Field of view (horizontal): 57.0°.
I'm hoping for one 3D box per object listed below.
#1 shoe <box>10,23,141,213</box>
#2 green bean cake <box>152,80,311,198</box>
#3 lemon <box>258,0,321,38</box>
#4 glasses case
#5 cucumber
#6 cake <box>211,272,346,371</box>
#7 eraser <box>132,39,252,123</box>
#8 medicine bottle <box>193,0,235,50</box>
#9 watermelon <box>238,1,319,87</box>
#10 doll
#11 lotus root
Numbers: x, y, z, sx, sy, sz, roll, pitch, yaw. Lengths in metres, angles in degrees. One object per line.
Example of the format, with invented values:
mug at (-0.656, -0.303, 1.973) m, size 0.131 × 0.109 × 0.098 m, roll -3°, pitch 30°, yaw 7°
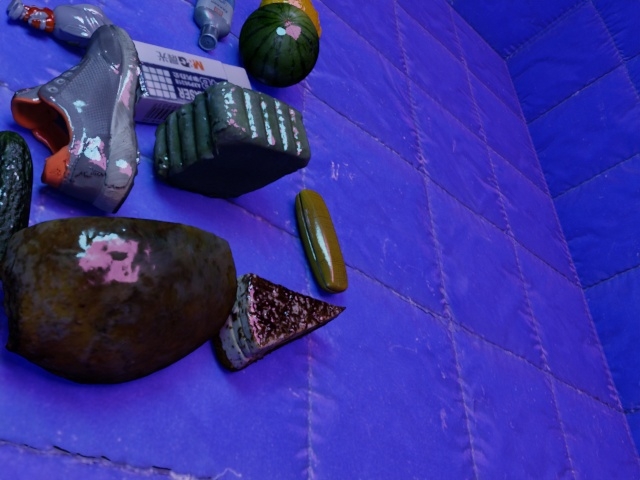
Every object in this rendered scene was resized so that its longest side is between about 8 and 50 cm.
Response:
shoe at (-0.377, -0.204, 0.898) m, size 0.171 × 0.132 × 0.336 m, roll 10°, pitch 58°, yaw -35°
green bean cake at (-0.160, -0.162, 1.023) m, size 0.223 × 0.227 × 0.124 m, roll 6°, pitch 64°, yaw -49°
lemon at (-0.078, -0.565, 1.504) m, size 0.187 × 0.142 × 0.142 m, roll 30°, pitch 43°, yaw -28°
glasses case at (0.000, 0.000, 1.220) m, size 0.079 × 0.064 × 0.234 m, roll 12°, pitch 55°, yaw -49°
cucumber at (-0.413, -0.046, 0.760) m, size 0.074 × 0.074 × 0.241 m, roll 23°, pitch 47°, yaw -38°
cake at (-0.064, 0.158, 0.986) m, size 0.246 × 0.112 × 0.135 m, roll 25°, pitch 49°, yaw -41°
eraser at (-0.254, -0.286, 1.125) m, size 0.287 × 0.086 × 0.130 m, roll -3°, pitch 67°, yaw -51°
medicine bottle at (-0.243, -0.512, 1.342) m, size 0.090 × 0.054 × 0.208 m, roll 30°, pitch 43°, yaw -33°
watermelon at (-0.097, -0.444, 1.365) m, size 0.188 × 0.214 × 0.188 m, roll 3°, pitch 74°, yaw -12°
doll at (-0.430, -0.371, 1.000) m, size 0.180 × 0.079 × 0.094 m, roll 3°, pitch 36°, yaw -34°
lotus root at (-0.234, 0.074, 0.776) m, size 0.314 × 0.142 × 0.210 m, roll -2°, pitch 78°, yaw -58°
